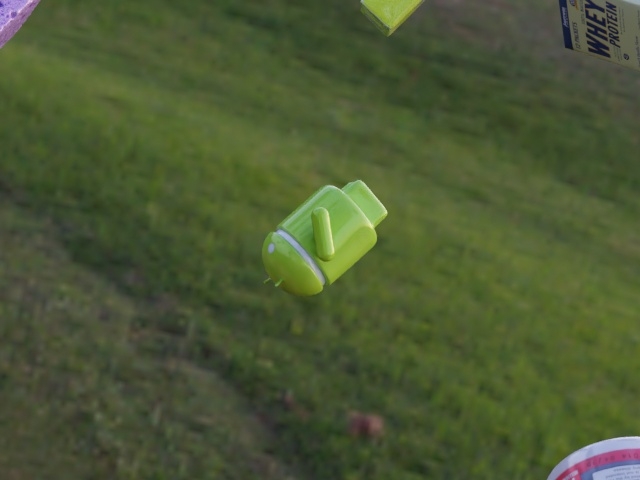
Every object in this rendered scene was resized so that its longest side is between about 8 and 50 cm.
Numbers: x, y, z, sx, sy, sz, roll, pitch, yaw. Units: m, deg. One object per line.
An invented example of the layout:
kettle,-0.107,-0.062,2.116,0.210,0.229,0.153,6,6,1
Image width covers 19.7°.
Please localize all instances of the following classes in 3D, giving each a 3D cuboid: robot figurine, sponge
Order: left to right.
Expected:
sponge,-0.354,-0.180,1.813,0.031,0.117,0.210,44,54,-7
robot figurine,0.000,0.000,1.537,0.067,0.115,0.101,50,-11,-8

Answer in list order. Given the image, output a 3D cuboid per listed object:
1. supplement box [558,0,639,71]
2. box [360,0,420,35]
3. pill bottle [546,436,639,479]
supplement box,0.225,-0.167,1.286,0.083,0.056,0.083,-36,41,-29
box,0.110,-0.265,1.670,0.042,0.178,0.109,44,3,-1
pill bottle,0.203,0.224,1.159,0.108,0.108,0.180,9,44,-12
